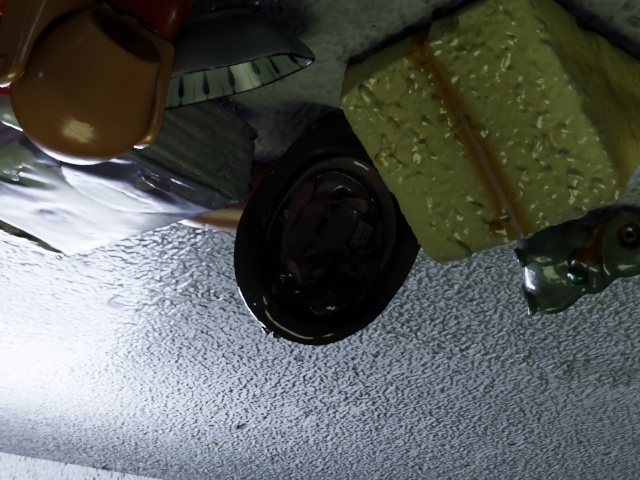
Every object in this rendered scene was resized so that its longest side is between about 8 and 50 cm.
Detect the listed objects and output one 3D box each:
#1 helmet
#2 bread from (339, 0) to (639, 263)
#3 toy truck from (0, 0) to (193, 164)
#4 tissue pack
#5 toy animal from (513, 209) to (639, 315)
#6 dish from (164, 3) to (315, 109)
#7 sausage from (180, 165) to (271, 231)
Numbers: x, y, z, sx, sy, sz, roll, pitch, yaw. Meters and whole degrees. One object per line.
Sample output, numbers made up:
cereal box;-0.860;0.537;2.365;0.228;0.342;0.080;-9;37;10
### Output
helmet;0.000;0.000;1.417;0.198;0.253;0.154;29;152;-13
bread;0.184;-0.148;1.271;0.263;0.198;0.236;-22;111;44
toy truck;-0.235;-0.165;1.106;0.189;0.239;0.265;24;152;-38
tissue pack;-0.275;-0.091;1.429;0.343;0.125;0.242;-13;152;41
toy animal;0.357;0.009;1.588;0.236;0.138;0.108;-22;110;6
dish;-0.103;-0.183;1.216;0.190;0.066;0.191;-15;178;0
sausage;-0.043;-0.048;1.531;0.289;0.086;0.086;6;156;2
